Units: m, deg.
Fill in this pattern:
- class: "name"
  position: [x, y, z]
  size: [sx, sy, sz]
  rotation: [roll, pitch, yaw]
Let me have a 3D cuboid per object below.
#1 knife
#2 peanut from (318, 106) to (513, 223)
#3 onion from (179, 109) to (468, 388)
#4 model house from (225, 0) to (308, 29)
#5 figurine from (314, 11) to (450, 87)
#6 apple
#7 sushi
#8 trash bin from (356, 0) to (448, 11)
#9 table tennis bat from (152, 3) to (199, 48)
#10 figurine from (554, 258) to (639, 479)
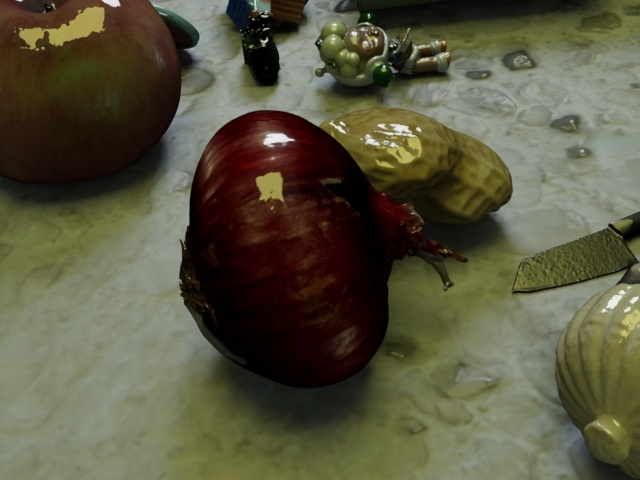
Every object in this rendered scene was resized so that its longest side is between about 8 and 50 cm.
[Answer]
- class: "knife"
  position: [0.309, 0.012, 0.930]
  size: [0.230, 0.028, 0.060]
  rotation: [-20, 56, -12]
- class: "peanut"
  position: [0.100, -0.088, 0.952]
  size: [0.233, 0.110, 0.196]
  rotation: [17, 13, -38]
- class: "onion"
  position: [0.000, 0.000, 0.802]
  size: [0.284, 0.273, 0.273]
  rotation: [-13, 43, -2]
- class: "model house"
  position: [-0.089, -0.385, 1.367]
  size: [0.148, 0.119, 0.149]
  rotation: [7, 65, -18]
- class: "figurine"
  position: [0.088, -0.273, 1.214]
  size: [0.197, 0.094, 0.147]
  rotation: [-9, 53, -3]
- class: "apple"
  position: [-0.335, -0.214, 1.102]
  size: [0.305, 0.235, 0.306]
  rotation: [-5, 42, 4]
- class: "sushi"
  position: [-0.090, -0.286, 1.259]
  size: [0.056, 0.085, 0.083]
  rotation: [-8, 44, 0]
- class: "trash bin"
  position: [0.255, -0.517, 1.329]
  size: [0.431, 0.280, 0.280]
  rotation: [-9, 42, 3]
- class: "table tennis bat"
  position: [-0.271, -0.340, 1.255]
  size: [0.152, 0.244, 0.040]
  rotation: [12, 83, 16]
- class: "figurine"
  position: [0.324, 0.080, 0.764]
  size: [0.204, 0.185, 0.332]
  rotation: [-25, 14, 28]
